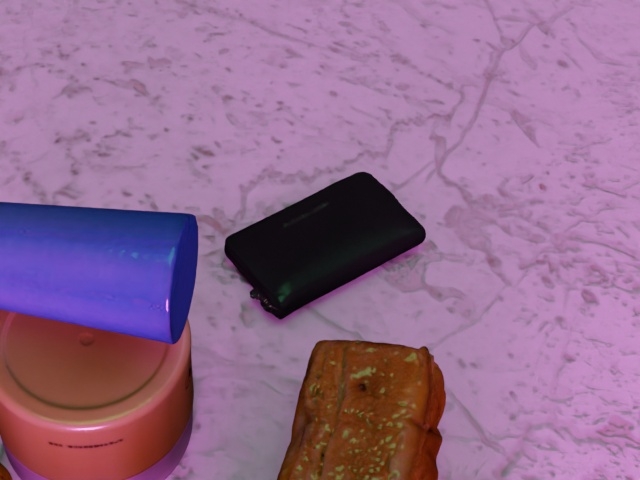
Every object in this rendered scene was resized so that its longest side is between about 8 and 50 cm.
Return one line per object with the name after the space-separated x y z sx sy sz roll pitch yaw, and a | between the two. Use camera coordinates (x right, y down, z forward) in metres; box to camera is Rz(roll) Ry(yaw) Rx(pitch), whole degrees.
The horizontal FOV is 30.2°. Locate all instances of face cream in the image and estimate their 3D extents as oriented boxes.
-0.248 0.154 1.291 0.218 0.179 0.218 3 52 -4 | face cream

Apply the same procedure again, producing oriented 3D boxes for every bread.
0.043 0.249 1.277 0.167 0.132 0.294 11 53 4 | bread

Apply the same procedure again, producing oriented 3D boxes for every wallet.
0.000 0.000 1.524 0.250 0.044 0.149 -26 55 -23 | wallet

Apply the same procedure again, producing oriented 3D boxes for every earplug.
-0.270 0.022 1.202 0.273 0.132 0.132 7 52 5 | earplug

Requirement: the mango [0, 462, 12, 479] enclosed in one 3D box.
-0.386 0.269 1.267 0.114 0.057 0.078 -4 60 -5 | mango
